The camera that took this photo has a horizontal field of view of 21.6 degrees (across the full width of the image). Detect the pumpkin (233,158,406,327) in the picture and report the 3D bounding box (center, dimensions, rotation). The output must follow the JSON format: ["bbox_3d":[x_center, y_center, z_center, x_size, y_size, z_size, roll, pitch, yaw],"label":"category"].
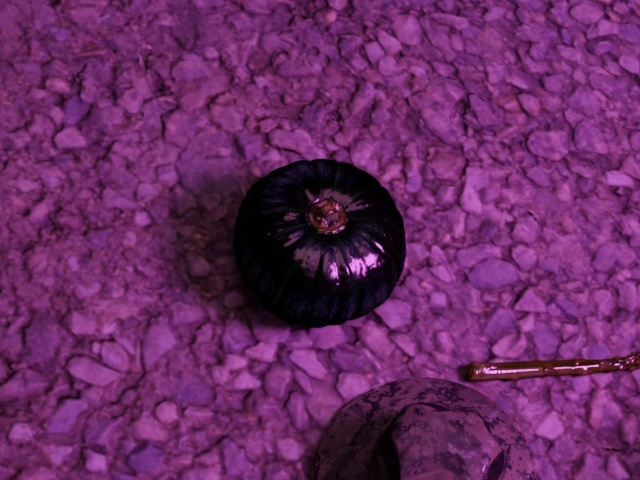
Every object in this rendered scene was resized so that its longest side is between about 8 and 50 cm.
[{"bbox_3d":[0.000,0.000,1.869,0.202,0.140,0.202,7,57,-11],"label":"pumpkin"}]

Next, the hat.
[{"bbox_3d":[0.124,0.239,1.778,0.265,0.128,0.265,4,61,-8],"label":"hat"}]

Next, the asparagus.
[{"bbox_3d":[0.285,0.144,1.930,0.248,0.025,0.024,-3,20,-16],"label":"asparagus"}]
